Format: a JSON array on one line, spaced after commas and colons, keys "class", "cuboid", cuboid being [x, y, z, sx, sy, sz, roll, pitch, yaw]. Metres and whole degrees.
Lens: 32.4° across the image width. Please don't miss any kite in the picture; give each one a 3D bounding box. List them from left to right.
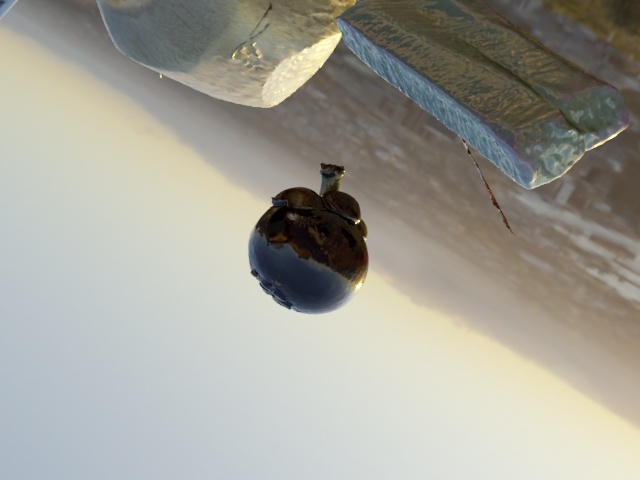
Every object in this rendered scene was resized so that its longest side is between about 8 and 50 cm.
[{"class": "kite", "cuboid": [0.211, -0.091, 1.453, 0.222, 0.008, 0.125, 65, -169, 16]}]

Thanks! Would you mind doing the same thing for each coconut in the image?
[{"class": "coconut", "cuboid": [-0.118, -0.359, 1.505, 0.360, 0.346, 0.346, 17, -169, -47]}]

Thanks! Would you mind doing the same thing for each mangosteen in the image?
[{"class": "mangosteen", "cuboid": [-0.005, 0.010, 1.453, 0.172, 0.184, 0.172, 33, 143, 29]}]

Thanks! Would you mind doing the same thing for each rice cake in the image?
[{"class": "rice cake", "cuboid": [0.091, -0.105, 0.659, 0.222, 0.080, 0.042, 50, 165, 49]}]

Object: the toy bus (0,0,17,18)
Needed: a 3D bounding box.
[{"class": "toy bus", "cuboid": [-0.369, -0.244, 1.034, 0.136, 0.329, 0.109, 17, -142, -58]}]
